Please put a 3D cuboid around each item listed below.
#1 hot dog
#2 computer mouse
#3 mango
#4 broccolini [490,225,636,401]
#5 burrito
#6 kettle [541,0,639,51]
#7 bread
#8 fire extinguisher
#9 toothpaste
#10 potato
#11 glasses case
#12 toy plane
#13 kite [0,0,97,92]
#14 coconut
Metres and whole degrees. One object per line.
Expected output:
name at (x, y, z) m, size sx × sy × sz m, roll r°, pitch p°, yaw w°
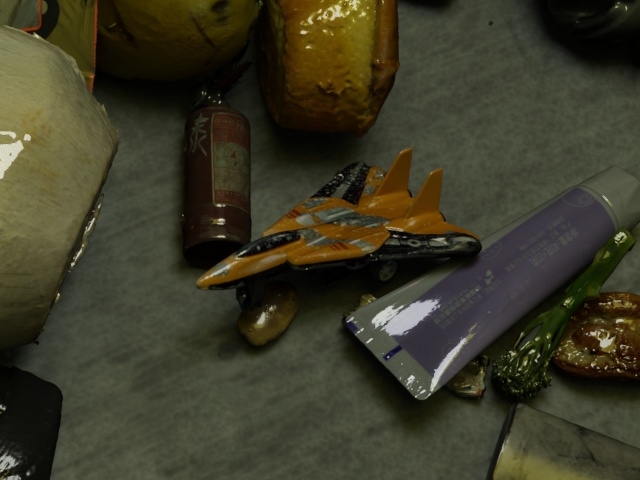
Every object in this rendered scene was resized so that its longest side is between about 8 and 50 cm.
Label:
hot dog at (0.316, 0.107, 1.941) m, size 0.147 × 0.065 × 0.099 m, roll 8°, pitch 72°, yaw -8°
computer mouse at (-0.324, 0.222, 1.767) m, size 0.122 × 0.073 × 0.217 m, roll 7°, pitch 61°, yaw -6°
mango at (-0.172, -0.246, 1.936) m, size 0.167 × 0.262 × 0.130 m, roll 26°, pitch 59°, yaw -21°
broccolini at (0.265, 0.082, 1.896) m, size 0.216 × 0.067 × 0.058 m, roll -47°, pitch 61°, yaw 3°
burrito at (0.105, 0.111, 1.916) m, size 0.171 × 0.042 × 0.051 m, roll 26°, pitch 58°, yaw 7°
kettle at (0.379, -0.364, 2.128) m, size 0.321 × 0.228 × 0.324 m, roll 27°, pitch 63°, yaw -31°
bread at (0.003, -0.234, 1.962) m, size 0.146 × 0.268 × 0.268 m, roll -4°, pitch 64°, yaw -9°
fire extinguisher at (-0.098, -0.099, 1.956) m, size 0.106 × 0.075 × 0.252 m, roll -16°, pitch 59°, yaw 27°
toothpaste at (0.203, 0.033, 1.937) m, size 0.371 × 0.080 × 0.125 m, roll -32°, pitch 64°, yaw -27°
potato at (-0.055, 0.076, 1.904) m, size 0.051 × 0.040 × 0.083 m, roll 27°, pitch 58°, yaw 16°
glasses case at (0.322, 0.269, 1.861) m, size 0.299 × 0.060 × 0.114 m, roll 21°, pitch 62°, yaw 1°
toy plane at (0.000, 0.010, 1.886) m, size 0.316 × 0.103 × 0.204 m, roll -27°, pitch 46°, yaw -30°
kite at (-0.351, -0.267, 1.926) m, size 0.327 × 0.013 × 0.377 m, roll -40°, pitch 80°, yaw 18°
coconut at (-0.397, -0.066, 1.756) m, size 0.360 × 0.346 × 0.346 m, roll 21°, pitch 62°, yaw -5°
